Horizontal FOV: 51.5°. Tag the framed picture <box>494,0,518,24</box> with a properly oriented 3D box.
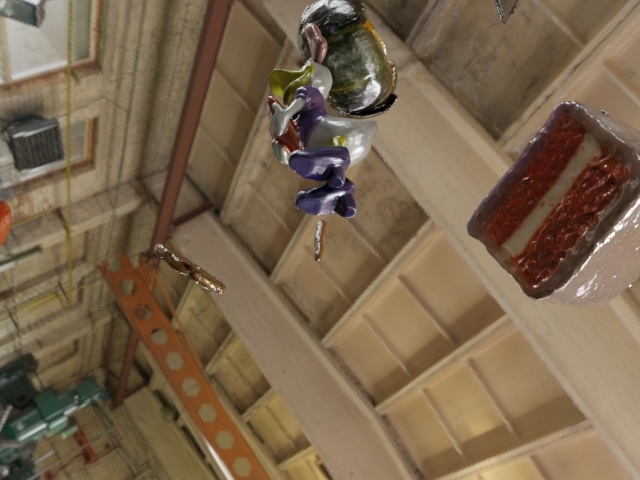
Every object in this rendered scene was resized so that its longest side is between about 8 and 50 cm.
[{"bbox_3d":[0.291,-0.504,0.875,0.014,0.339,0.255,25,-9,35],"label":"framed picture"}]

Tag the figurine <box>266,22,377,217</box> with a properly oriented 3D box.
[{"bbox_3d":[-0.003,-0.228,1.220,0.154,0.193,0.421,86,-13,-50],"label":"figurine"}]

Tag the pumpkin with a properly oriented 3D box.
[{"bbox_3d":[0.066,-0.454,1.636,0.192,0.320,0.320,-24,-85,15],"label":"pumpkin"}]

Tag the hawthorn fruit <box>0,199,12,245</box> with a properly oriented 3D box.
[{"bbox_3d":[-0.632,-0.034,1.225,0.128,0.128,0.128,35,-40,36],"label":"hawthorn fruit"}]

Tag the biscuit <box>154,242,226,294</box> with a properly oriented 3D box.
[{"bbox_3d":[-0.326,0.072,1.651,0.212,0.036,0.212,33,-6,4],"label":"biscuit"}]

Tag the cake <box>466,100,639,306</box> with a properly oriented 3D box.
[{"bbox_3d":[0.446,-0.054,1.130,0.309,0.230,0.237,-59,-134,29],"label":"cake"}]

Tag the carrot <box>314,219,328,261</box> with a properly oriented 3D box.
[{"bbox_3d":[-0.002,0.000,1.791,0.035,0.165,0.036,4,-51,5],"label":"carrot"}]
